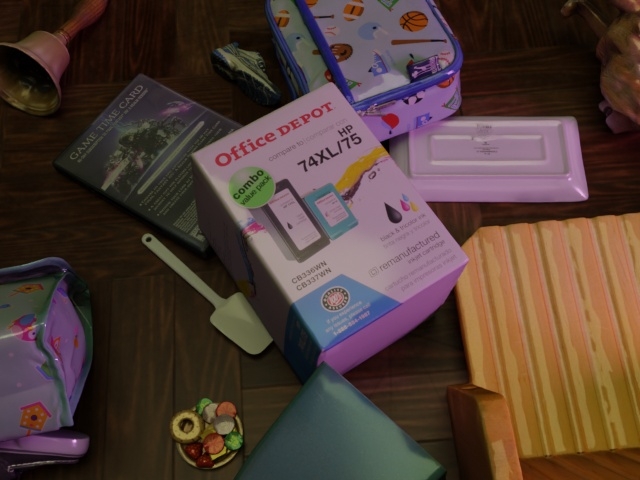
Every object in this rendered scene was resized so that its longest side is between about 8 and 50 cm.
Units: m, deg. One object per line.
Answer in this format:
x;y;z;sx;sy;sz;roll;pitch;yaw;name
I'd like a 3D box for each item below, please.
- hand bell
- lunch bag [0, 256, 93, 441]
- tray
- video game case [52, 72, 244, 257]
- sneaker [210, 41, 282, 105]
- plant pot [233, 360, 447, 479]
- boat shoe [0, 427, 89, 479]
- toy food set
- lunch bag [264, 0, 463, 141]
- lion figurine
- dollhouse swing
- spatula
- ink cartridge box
-0.388;-0.313;1.252;0.126;0.126;0.242;17;52;11;hand bell
-0.386;0.117;0.951;0.224;0.160;0.262;-12;21;-4;lunch bag
0.231;-0.122;1.154;0.271;0.030;0.145;0;61;2;tray
-0.210;-0.113;1.161;0.274;0.026;0.196;28;66;20;video game case
-0.100;-0.254;1.226;0.135;0.052;0.058;40;66;20;sneaker
-0.007;0.282;0.875;0.166;0.165;0.234;40;78;20;plant pot
-0.382;0.254;0.953;0.229;0.080;0.076;1;85;-2;boat shoe
-0.132;0.228;0.983;0.083;0.020;0.083;-27;64;-12;toy food set
0.054;-0.268;1.179;0.243;0.115;0.303;-19;55;-4;lunch bag
0.504;-0.323;1.194;0.240;0.142;0.392;43;67;14;lion figurine
0.319;0.107;0.893;0.347;0.315;0.304;-5;83;0;dollhouse swing
-0.115;0.025;1.094;0.242;0.019;0.168;39;70;20;spatula
0.000;0.000;0.982;0.198;0.197;0.270;-31;72;-16;ink cartridge box
